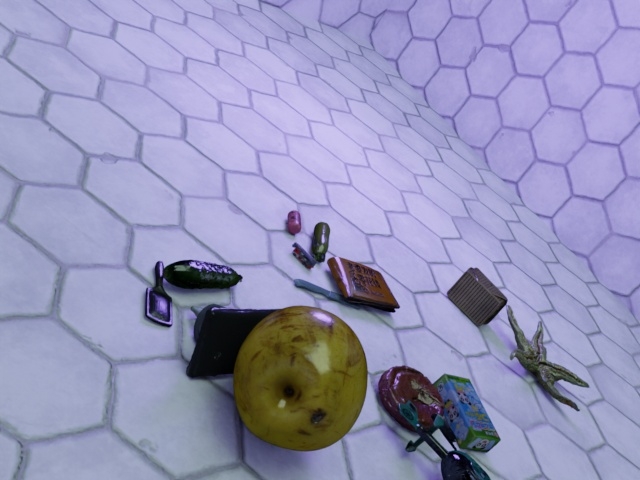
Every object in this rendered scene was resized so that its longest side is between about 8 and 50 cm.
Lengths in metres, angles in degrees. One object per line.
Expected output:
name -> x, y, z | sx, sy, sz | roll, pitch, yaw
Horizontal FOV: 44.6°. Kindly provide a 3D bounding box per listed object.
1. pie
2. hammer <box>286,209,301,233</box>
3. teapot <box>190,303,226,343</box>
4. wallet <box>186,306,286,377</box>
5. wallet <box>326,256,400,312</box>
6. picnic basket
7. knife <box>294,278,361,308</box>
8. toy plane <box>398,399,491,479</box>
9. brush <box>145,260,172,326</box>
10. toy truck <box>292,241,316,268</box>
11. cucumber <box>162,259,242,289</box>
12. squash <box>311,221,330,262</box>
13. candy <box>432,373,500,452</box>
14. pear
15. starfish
pie -> 0.216, 0.376, 1.844 | 0.182, 0.049, 0.182 | 26, 34, -19
hammer -> -0.075, -0.052, 2.190 | 0.043, 0.043, 0.083 | 27, 30, -20
teapot -> -0.206, 0.174, 1.615 | 0.091, 0.092, 0.124 | 31, 29, -45
wallet -> -0.140, 0.205, 1.591 | 0.030, 0.146, 0.285 | 23, 11, 41
wallet -> 0.117, 0.120, 2.128 | 0.195, 0.042, 0.161 | 19, 28, -37
picnic basket -> 0.488, 0.175, 2.431 | 0.164, 0.115, 0.079 | 46, 30, 18
knife -> 0.019, 0.139, 2.027 | 0.210, 0.015, 0.028 | 23, 23, -28
toy plane -> 0.299, 0.499, 1.679 | 0.382, 0.106, 0.155 | 45, 17, 10
brush -> -0.339, 0.105, 1.638 | 0.063, 0.016, 0.193 | 29, 26, -30
toy truck -> -0.047, 0.041, 2.084 | 0.083, 0.032, 0.024 | 44, 31, 15
cucumber -> -0.255, 0.079, 1.735 | 0.227, 0.069, 0.069 | 9, 38, -52
squash -> 0.000, 0.000, 2.191 | 0.052, 0.052, 0.183 | 31, 30, -13
candy -> 0.358, 0.426, 1.930 | 0.097, 0.062, 0.194 | 19, 33, -34
pear -> -0.037, 0.262, 1.476 | 0.281, 0.280, 0.280 | 29, 28, -17
starfish -> 0.683, 0.366, 2.403 | 0.347, 0.078, 0.358 | 38, 26, 2
